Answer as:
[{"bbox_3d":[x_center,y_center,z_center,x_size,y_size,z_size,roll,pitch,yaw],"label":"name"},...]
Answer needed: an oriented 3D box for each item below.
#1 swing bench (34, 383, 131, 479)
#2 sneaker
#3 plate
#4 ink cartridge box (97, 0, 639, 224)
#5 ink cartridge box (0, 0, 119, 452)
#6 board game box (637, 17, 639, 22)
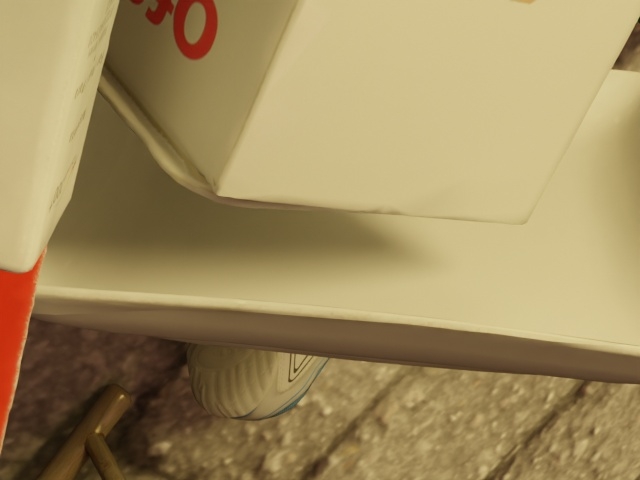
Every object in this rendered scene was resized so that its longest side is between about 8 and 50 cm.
[{"bbox_3d":[-0.126,0.272,0.900,0.255,0.165,0.253,-41,137,1],"label":"swing bench"},{"bbox_3d":[0.000,0.000,0.838,0.237,0.085,0.086,-60,159,15],"label":"sneaker"},{"bbox_3d":[0.021,-0.019,0.615,0.277,0.278,0.045,6,117,2],"label":"plate"},{"bbox_3d":[0.029,-0.237,0.517,0.160,0.279,0.384,5,121,-38],"label":"ink cartridge box"},{"bbox_3d":[-0.213,-0.042,0.435,0.275,0.060,0.239,16,113,-4],"label":"ink cartridge box"},{"bbox_3d":[0.270,-0.288,0.788,0.316,0.064,0.242,-41,136,1],"label":"board game box"}]
